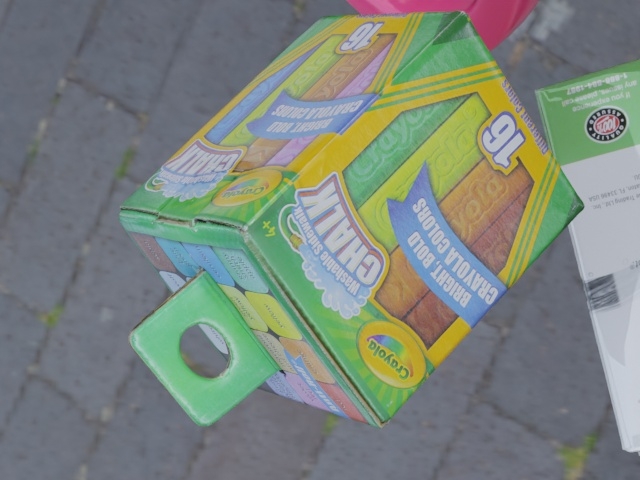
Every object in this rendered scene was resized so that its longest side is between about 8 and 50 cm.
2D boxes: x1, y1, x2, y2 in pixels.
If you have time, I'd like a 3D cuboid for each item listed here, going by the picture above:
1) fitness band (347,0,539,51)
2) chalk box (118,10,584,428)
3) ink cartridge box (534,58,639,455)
[{"bbox_3d":[0.039,-0.212,0.912,0.209,0.291,0.054,32,67,14],"label":"fitness band"},{"bbox_3d":[0.000,0.000,0.847,0.213,0.132,0.132,-47,28,-21],"label":"chalk box"},{"bbox_3d":[0.232,-0.001,0.969,0.160,0.092,0.219,-15,84,21],"label":"ink cartridge box"}]
